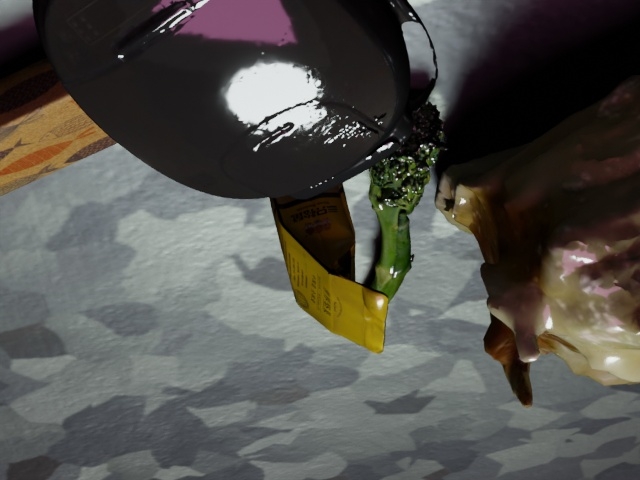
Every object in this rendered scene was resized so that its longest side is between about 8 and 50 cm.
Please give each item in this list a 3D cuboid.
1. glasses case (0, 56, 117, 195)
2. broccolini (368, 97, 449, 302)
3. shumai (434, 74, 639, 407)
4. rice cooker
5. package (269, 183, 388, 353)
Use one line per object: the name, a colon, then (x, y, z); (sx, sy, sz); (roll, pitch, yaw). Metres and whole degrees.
glasses case: (-0.161, -0.062, 0.650); (0.170, 0.041, 0.064); (-23, 156, 17)
broccolini: (0.045, -0.013, 0.785); (0.054, 0.051, 0.239); (32, 155, 15)
shumai: (0.199, -0.030, 0.708); (0.262, 0.267, 0.314); (17, 118, 12)
rice cooker: (-0.037, -0.099, 0.556); (0.142, 0.118, 0.203); (-27, 142, 23)
package: (0.000, 0.000, 0.705); (0.047, 0.131, 0.071); (-12, 150, -7)
